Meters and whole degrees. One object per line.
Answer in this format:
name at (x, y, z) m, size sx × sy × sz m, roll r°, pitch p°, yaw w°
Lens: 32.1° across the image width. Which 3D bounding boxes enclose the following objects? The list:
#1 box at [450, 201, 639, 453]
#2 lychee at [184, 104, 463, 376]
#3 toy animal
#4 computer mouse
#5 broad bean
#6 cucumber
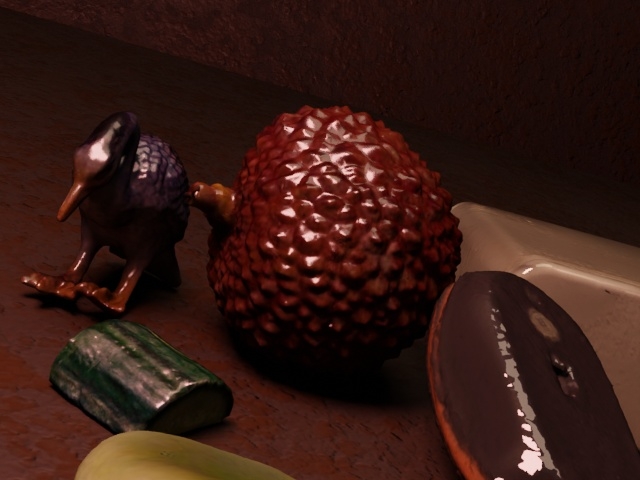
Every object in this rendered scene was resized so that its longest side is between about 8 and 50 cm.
box at (0.315, 0.098, 1.296) m, size 0.351 × 0.177 × 0.344 m, roll 14°, pitch 12°, yaw -10°
lychee at (0.000, 0.000, 1.096) m, size 0.300 × 0.264 × 0.264 m, roll 24°, pitch 11°, yaw -25°
toy animal at (-0.198, -0.020, 1.107) m, size 0.122 × 0.185 × 0.298 m, roll 17°, pitch -4°, yaw 14°
computer mouse at (0.183, 0.161, 0.971) m, size 0.183 × 0.116 × 0.323 m, roll 21°, pitch 34°, yaw -25°
broad bean at (-0.056, 0.187, 0.708) m, size 0.228 × 0.100 × 0.169 m, roll 14°, pitch 1°, yaw 40°
cucumber at (-0.142, 0.113, 0.926) m, size 0.115 × 0.062 × 0.116 m, roll 31°, pitch 21°, yaw 31°
